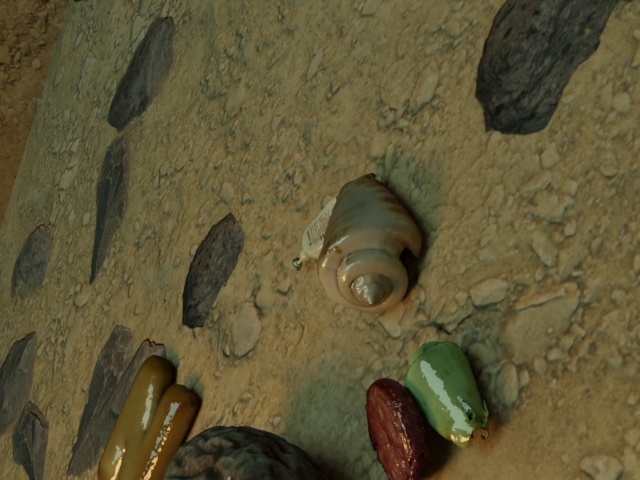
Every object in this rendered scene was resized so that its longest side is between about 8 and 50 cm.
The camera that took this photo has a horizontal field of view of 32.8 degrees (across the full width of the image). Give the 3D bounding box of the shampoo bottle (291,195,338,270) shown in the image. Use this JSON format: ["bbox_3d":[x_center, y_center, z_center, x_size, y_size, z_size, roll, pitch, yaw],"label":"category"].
[{"bbox_3d":[0.000,0.000,1.767,0.152,0.045,0.077,-46,42,31],"label":"shampoo bottle"}]

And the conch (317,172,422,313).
[{"bbox_3d":[0.052,-0.004,1.604,0.158,0.127,0.255,-51,40,27],"label":"conch"}]

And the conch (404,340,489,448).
[{"bbox_3d":[0.159,0.202,1.388,0.106,0.079,0.170,-66,32,34],"label":"conch"}]

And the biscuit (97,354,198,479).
[{"bbox_3d":[-0.338,0.382,2.070,0.291,0.062,0.237,-64,31,7],"label":"biscuit"}]

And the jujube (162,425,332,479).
[{"bbox_3d":[-0.102,0.377,1.550,0.317,0.226,0.226,1,74,63],"label":"jujube"}]

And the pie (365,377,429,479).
[{"bbox_3d":[0.098,0.252,1.426,0.154,0.036,0.155,167,90,-71],"label":"pie"}]
